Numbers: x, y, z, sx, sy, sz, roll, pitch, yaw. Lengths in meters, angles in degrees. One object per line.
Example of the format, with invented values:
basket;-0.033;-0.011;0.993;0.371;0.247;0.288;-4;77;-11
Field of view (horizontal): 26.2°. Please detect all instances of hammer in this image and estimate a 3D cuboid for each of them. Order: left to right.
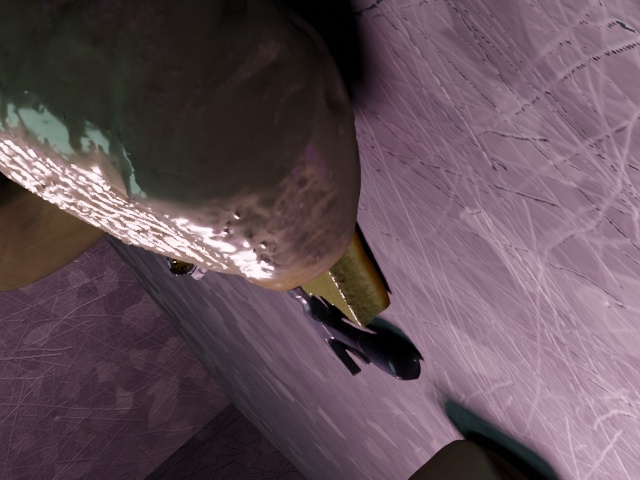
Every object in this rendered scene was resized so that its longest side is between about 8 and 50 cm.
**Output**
hammer;0.051;0.125;1.659;0.137;0.037;0.290;54;168;-20

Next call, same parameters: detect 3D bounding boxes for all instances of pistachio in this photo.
pistachio;0.183;0.328;1.559;0.166;0.197;0.288;7;175;-27

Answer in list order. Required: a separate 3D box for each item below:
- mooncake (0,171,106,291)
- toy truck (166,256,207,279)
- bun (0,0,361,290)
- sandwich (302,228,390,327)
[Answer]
mooncake;-0.334;-0.110;1.578;0.187;0.351;0.351;43;168;16
toy truck;-0.194;-0.066;1.774;0.227;0.114;0.098;51;-166;-7
bun;-0.122;-0.111;1.046;0.365;0.219;0.365;27;171;5
sandwich;0.000;0.000;1.395;0.212;0.063;0.245;49;170;-16
